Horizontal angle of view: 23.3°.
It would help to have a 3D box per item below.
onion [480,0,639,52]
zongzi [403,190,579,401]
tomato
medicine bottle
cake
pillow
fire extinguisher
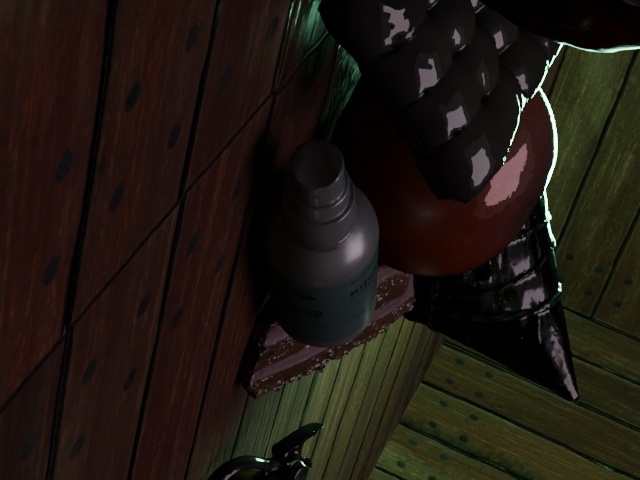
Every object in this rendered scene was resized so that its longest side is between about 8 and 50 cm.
[{"bbox_3d":[0.237,-0.297,1.216,0.341,0.341,0.341,24,90,-80],"label":"onion"},{"bbox_3d":[0.206,0.015,1.902,0.319,0.362,0.383,-29,146,-44],"label":"zongzi"},{"bbox_3d":[0.120,-0.089,1.589,0.256,0.224,0.256,-53,164,-23],"label":"tomato"},{"bbox_3d":[0.000,0.000,1.455,0.352,0.110,0.110,87,29,-69],"label":"medicine bottle"},{"bbox_3d":[-0.003,0.074,1.746,0.295,0.113,0.116,-33,143,-50],"label":"cake"},{"bbox_3d":[0.128,-0.216,1.404,0.228,0.101,0.326,55,48,-24],"label":"pillow"},{"bbox_3d":[-0.105,0.384,1.789,0.376,0.113,0.200,-67,169,4],"label":"fire extinguisher"}]
